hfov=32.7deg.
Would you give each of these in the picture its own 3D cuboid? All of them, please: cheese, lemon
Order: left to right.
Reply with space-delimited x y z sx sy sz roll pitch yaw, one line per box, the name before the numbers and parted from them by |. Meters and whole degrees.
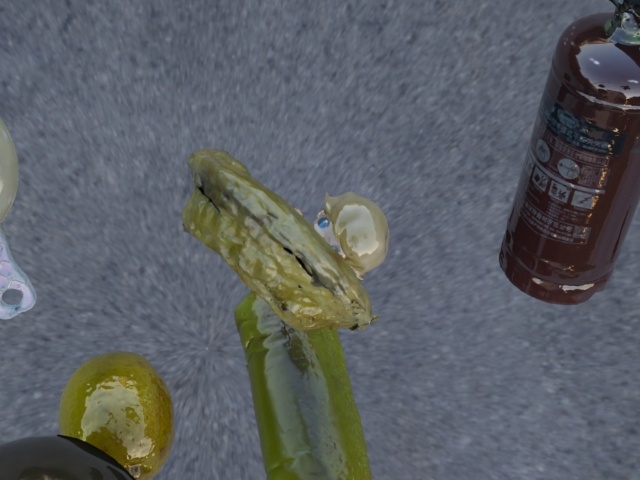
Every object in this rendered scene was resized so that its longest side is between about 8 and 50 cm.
cheese | -0.322 -0.034 0.973 0.137 0.064 0.227 -25 104 0
lemon | -0.284 0.253 1.530 0.170 0.207 0.170 -8 130 -10

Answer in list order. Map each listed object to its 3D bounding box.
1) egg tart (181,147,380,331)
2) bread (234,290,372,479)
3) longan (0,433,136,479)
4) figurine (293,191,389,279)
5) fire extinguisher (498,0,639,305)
egg tart | -0.056 0.015 1.174 0.279 0.279 0.095 45 83 0
bread | -0.021 0.235 1.665 0.166 0.112 0.384 1 62 -27
longan | -0.358 0.422 1.281 0.336 0.404 0.405 26 82 15
figurine | 0.000 0.000 1.539 0.195 0.108 0.114 -12 50 5
fire extinguisher | 0.254 -0.090 0.975 0.114 0.337 0.135 -30 53 -32
